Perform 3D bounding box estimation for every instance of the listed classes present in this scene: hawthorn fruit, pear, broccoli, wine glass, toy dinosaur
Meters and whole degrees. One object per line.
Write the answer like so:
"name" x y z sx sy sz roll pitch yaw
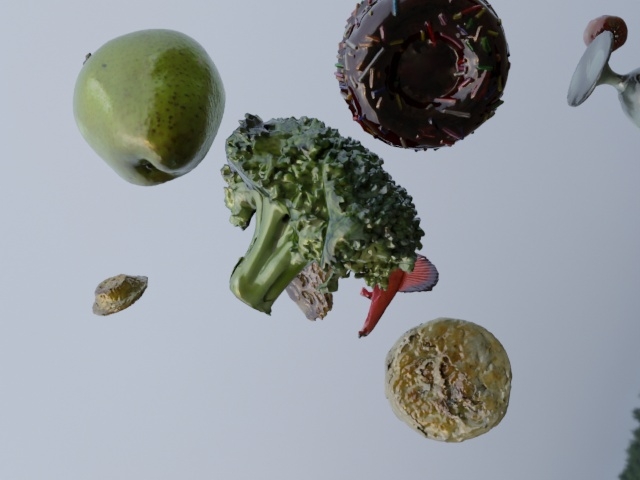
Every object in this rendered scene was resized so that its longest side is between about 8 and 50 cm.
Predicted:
"hawthorn fruit" 0.509 -0.370 1.144 0.077 0.077 0.077 -31 -51 -47
"pear" -0.367 -0.273 1.378 0.342 0.318 0.238 -28 -32 1
"broccoli" -0.015 -0.052 0.990 0.277 0.317 0.339 12 -128 -62
"wine glass" 0.392 -0.157 0.717 0.093 0.202 0.093 -161 90 -88
"toy dinosaur" 0.144 0.084 1.151 0.286 0.138 0.070 -78 -1 -51

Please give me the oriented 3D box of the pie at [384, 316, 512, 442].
"pie" 0.319 0.355 1.630 0.077 0.339 0.339 17 -90 -69

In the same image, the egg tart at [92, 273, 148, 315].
"egg tart" -0.411 0.100 1.292 0.129 0.128 0.049 -47 -56 -35

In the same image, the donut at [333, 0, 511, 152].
"donut" 0.133 -0.220 0.825 0.089 0.235 0.235 -88 0 -67

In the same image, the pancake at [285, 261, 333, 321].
"pancake" 0.000 0.000 1.190 0.266 0.244 0.057 61 -147 2
